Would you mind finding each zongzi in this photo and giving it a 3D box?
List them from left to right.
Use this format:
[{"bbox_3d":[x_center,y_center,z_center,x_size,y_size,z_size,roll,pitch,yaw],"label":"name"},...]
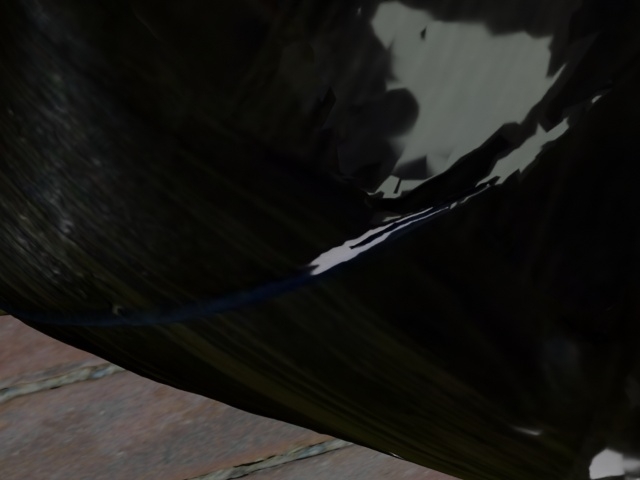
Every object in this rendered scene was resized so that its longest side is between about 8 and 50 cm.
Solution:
[{"bbox_3d":[0.047,0.011,0.588,0.208,0.432,0.403,-48,-176,-25],"label":"zongzi"}]
